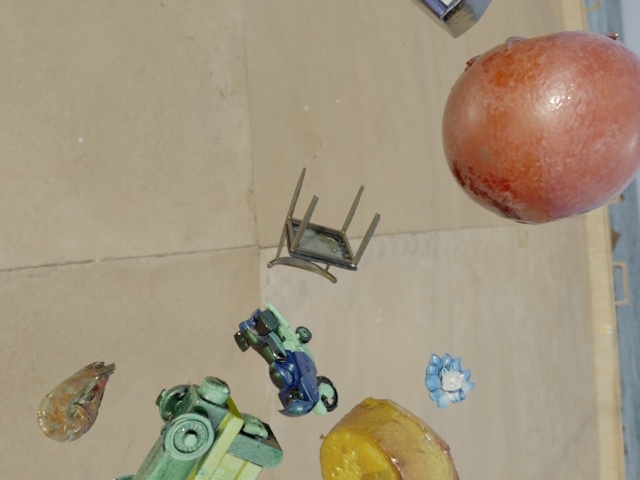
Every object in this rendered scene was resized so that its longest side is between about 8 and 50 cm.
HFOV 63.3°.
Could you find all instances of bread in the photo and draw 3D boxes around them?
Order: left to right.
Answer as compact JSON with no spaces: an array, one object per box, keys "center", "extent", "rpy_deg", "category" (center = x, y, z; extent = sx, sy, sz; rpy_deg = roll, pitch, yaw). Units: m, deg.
[{"center":[0.189,0.642,1.447],"extent":[0.215,0.398,0.397],"rpy_deg":[-16,99,-43],"category":"bread"}]

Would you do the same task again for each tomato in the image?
[{"center":[0.297,-0.143,0.698],"extent":[0.265,0.265,0.264],"rpy_deg":[13,75,-57],"category":"tomato"}]

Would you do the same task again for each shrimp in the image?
[{"center":[-0.666,0.439,1.459],"extent":[0.154,0.062,0.294],"rpy_deg":[56,30,-13],"category":"shrimp"}]

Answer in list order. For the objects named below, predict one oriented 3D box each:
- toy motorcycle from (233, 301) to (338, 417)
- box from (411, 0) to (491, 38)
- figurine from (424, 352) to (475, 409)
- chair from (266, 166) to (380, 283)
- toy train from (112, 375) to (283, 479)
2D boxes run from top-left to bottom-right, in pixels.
[{"center":[-0.085,0.321,1.330],"extent":[0.331,0.125,0.196],"rpy_deg":[52,29,6],"category":"toy motorcycle"},{"center":[0.084,-0.352,0.606],"extent":[0.259,0.071,0.168],"rpy_deg":[44,23,5],"category":"box"},{"center":[0.252,0.274,1.046],"extent":[0.115,0.079,0.114],"rpy_deg":[3,77,-14],"category":"figurine"},{"center":[0.000,0.000,1.225],"extent":[0.188,0.272,0.166],"rpy_deg":[14,28,-19],"category":"chair"},{"center":[-0.251,0.462,1.000],"extent":[0.253,0.160,0.396],"rpy_deg":[33,86,-23],"category":"toy train"}]
